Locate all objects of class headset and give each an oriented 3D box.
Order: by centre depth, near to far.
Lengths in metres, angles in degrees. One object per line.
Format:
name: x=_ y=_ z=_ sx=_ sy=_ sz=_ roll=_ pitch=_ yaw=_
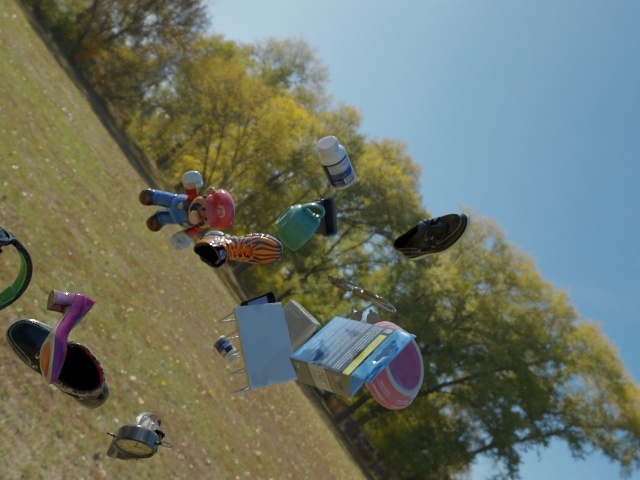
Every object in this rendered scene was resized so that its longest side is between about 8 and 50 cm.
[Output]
headset: x=-0.893 y=0.046 z=1.288 sx=0.185 sy=0.243 sz=0.394 roll=31 pitch=-23 yaw=39

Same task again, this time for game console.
game console: x=-0.240 y=0.265 z=1.993 sx=0.085 sy=0.144 sz=0.124 roll=58 pitch=14 yaw=-68

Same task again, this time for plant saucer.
plant saucer: x=0.289 y=0.469 z=1.987 sx=0.084 sy=0.332 sz=0.332 roll=-23 pitch=-73 yaw=39

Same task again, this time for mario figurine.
mario figurine: x=-0.388 y=-0.082 z=1.480 sx=0.320 sy=0.170 sz=0.198 roll=1 pitch=-30 yaw=29

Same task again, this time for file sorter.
file sorter: x=-0.229 y=0.385 z=1.847 sx=0.173 sy=0.192 sz=0.278 roll=-34 pitch=-116 yaw=47

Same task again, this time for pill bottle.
pill bottle: x=0.049 y=-0.261 z=1.740 sx=0.094 sy=0.094 sz=0.169 roll=44 pitch=-14 yaw=47
pill bottle: x=-0.410 y=0.481 z=2.285 sx=0.120 sy=0.067 sz=0.067 roll=45 pitch=-11 yaw=16

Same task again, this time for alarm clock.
alarm clock: x=-0.544 y=0.615 z=1.597 sx=0.064 sy=0.192 sz=0.129 roll=-77 pitch=170 yaw=-46

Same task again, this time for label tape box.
label tape box: x=0.110 y=0.378 z=1.678 sx=0.347 sy=0.249 sz=0.115 roll=6 pitch=-58 yaw=44

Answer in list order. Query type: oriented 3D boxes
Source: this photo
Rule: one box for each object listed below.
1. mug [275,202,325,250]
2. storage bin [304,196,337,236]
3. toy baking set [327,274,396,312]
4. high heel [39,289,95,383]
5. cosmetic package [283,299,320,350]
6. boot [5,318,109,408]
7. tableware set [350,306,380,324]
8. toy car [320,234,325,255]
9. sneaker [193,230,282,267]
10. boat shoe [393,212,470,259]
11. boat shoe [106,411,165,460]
mug: x=-0.070 y=-0.058 z=1.613 sx=0.097 sy=0.158 sz=0.129 roll=41 pitch=-8 yaw=-14
storage bin: x=0.001 y=-0.083 z=1.848 sx=0.091 sy=0.098 sz=0.135 roll=0 pitch=-79 yaw=32
toy baking set: x=0.132 y=0.169 z=1.599 sx=0.196 sy=0.030 sz=0.256 roll=24 pitch=-7 yaw=27
high heel: x=-0.615 y=0.237 z=1.283 sx=0.117 sy=0.082 sz=0.244 roll=23 pitch=38 yaw=-43
cosmetic package: x=-0.164 y=0.420 z=2.220 sx=0.160 sy=0.309 sz=0.113 roll=43 pitch=1 yaw=17
boot: x=-0.786 y=0.351 z=1.558 sx=0.377 sy=0.138 sz=0.284 roll=45 pitch=-31 yaw=-2
tableware set: x=0.166 y=0.344 z=2.055 sx=0.141 sy=0.169 sz=0.020 roll=23 pitch=-25 yaw=-20
toy car: x=0.000 y=0.000 z=1.982 sx=0.060 sy=0.122 sz=0.040 roll=13 pitch=-22 yaw=5
sneaker: x=-0.307 y=0.048 z=1.889 sx=0.180 sy=0.321 sz=0.125 roll=-59 pitch=151 yaw=-72
boat shoe: x=0.380 y=-0.023 z=1.852 sx=0.113 sy=0.127 sz=0.340 roll=21 pitch=-22 yaw=-22
boat shoe: x=-0.628 y=0.708 z=1.845 sx=0.130 sy=0.132 sz=0.355 roll=22 pitch=-4 yaw=3
